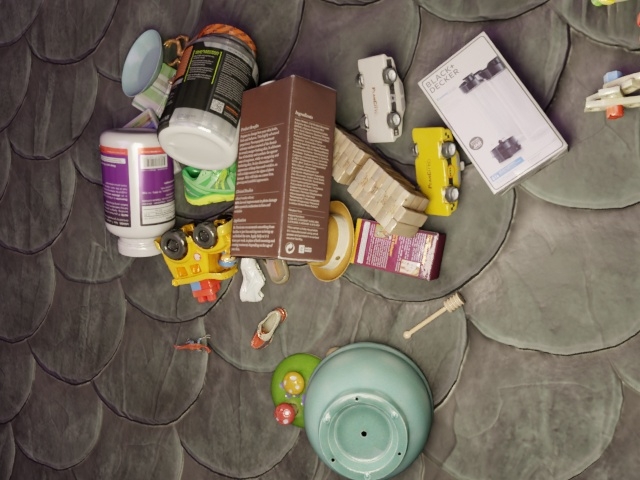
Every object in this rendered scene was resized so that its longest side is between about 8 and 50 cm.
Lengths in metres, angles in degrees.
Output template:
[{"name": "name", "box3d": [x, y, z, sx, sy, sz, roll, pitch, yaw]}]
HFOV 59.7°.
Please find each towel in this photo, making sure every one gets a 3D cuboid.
[{"name": "towel", "box3d": [-0.468, -0.429, 1.571, 0.113, 0.023, 0.152, 33, 104, 21]}]

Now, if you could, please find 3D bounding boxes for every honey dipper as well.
[{"name": "honey dipper", "box3d": [0.245, 0.170, 1.230, 0.160, 0.030, 0.030, -39, 75, 22]}]

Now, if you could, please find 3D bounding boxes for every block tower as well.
[{"name": "block tower", "box3d": [0.097, -0.144, 1.218, 0.335, 0.097, 0.091, 49, 113, 34]}]

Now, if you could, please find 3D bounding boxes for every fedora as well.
[{"name": "fedora", "box3d": [0.000, 0.000, 1.281, 0.194, 0.079, 0.194, -14, 73, 56]}]

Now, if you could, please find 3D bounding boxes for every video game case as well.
[{"name": "video game case", "box3d": [-0.513, -0.236, 1.580, 0.212, 0.023, 0.193, -27, 87, 24]}]

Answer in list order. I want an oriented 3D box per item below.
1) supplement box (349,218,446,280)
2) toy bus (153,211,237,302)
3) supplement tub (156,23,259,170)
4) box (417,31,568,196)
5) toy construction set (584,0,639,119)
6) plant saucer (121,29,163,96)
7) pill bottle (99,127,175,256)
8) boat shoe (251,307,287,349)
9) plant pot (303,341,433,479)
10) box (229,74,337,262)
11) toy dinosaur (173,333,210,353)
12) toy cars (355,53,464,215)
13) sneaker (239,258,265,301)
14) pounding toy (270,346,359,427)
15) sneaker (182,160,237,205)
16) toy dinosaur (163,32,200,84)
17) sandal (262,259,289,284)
[{"name": "supplement box", "box3d": [0.172, 0.018, 1.235, 0.188, 0.081, 0.104, 12, 95, 25]}, {"name": "toy bus", "box3d": [-0.285, 0.048, 1.431, 0.220, 0.149, 0.211, -13, 98, 23]}, {"name": "supplement tub", "box3d": [-0.258, -0.345, 1.334, 0.193, 0.193, 0.316, -1, 65, 26]}, {"name": "box", "box3d": [0.350, -0.254, 1.144, 0.169, 0.087, 0.290, -34, 76, 22]}, {"name": "toy construction set", "box3d": [0.578, -0.386, 0.999, 0.215, 0.151, 0.328, -1, 98, 1]}, {"name": "plant saucer", "box3d": [-0.483, -0.483, 1.545, 0.195, 0.037, 0.195, -14, 68, 39]}, {"name": "pill bottle", "box3d": [-0.478, -0.129, 1.473, 0.181, 0.181, 0.323, 12, 109, 25]}, {"name": "boat shoe", "box3d": [-0.136, 0.224, 1.406, 0.049, 0.043, 0.137, 44, 109, 17]}, {"name": "plant pot", "box3d": [0.095, 0.378, 1.169, 0.293, 0.196, 0.293, 0, 91, 7]}, {"name": "box", "box3d": [-0.083, -0.146, 1.228, 0.191, 0.143, 0.381, 1, 87, 48]}, {"name": "toy dinosaur", "box3d": [-0.332, 0.289, 1.490, 0.082, 0.090, 0.047, 2, 109, 56]}, {"name": "toy cars", "box3d": [0.201, -0.235, 1.214, 0.394, 0.087, 0.176, 57, 142, 17]}, {"name": "sneaker", "box3d": [-0.169, 0.086, 1.415, 0.061, 0.054, 0.152, 7, 110, 12]}, {"name": "pounding toy", "box3d": [-0.036, 0.361, 1.322, 0.237, 0.110, 0.183, -21, 82, 25]}, {"name": "sneaker", "box3d": [-0.235, -0.168, 1.400, 0.295, 0.109, 0.123, -11, 111, 25]}, {"name": "toy dinosaur", "box3d": [-0.352, -0.516, 1.505, 0.112, 0.064, 0.211, 40, 108, 7]}, {"name": "sandal", "box3d": [-0.133, 0.027, 1.399, 0.072, 0.049, 0.180, -28, 79, 23]}]
